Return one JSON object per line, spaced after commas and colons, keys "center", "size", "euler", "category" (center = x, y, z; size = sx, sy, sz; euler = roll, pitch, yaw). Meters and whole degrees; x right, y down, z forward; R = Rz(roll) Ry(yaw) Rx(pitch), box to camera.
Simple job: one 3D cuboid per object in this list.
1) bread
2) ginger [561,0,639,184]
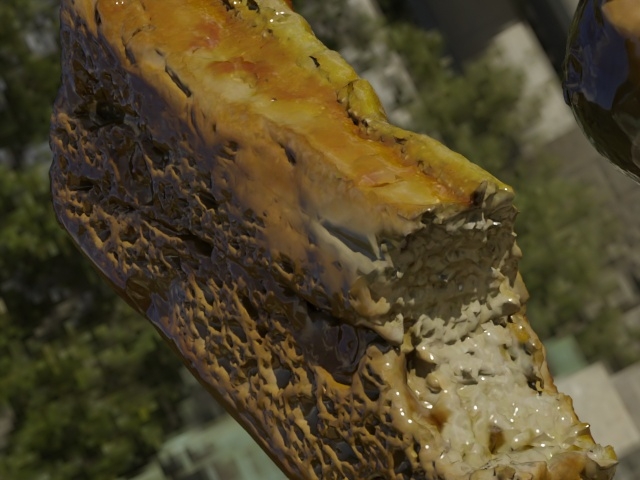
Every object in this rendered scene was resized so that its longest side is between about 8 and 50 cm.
{"center": [0.000, 0.000, 0.911], "size": [0.109, 0.380, 0.185], "euler": [-9, -54, -35], "category": "bread"}
{"center": [0.277, -0.104, 1.266], "size": [0.223, 0.269, 0.200], "euler": [-25, -26, -6], "category": "ginger"}
